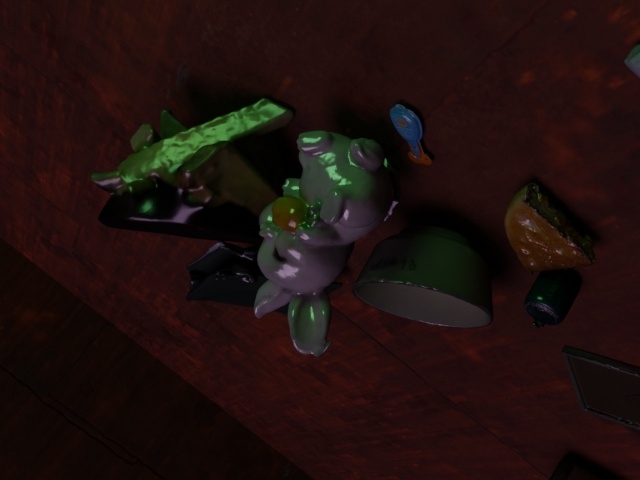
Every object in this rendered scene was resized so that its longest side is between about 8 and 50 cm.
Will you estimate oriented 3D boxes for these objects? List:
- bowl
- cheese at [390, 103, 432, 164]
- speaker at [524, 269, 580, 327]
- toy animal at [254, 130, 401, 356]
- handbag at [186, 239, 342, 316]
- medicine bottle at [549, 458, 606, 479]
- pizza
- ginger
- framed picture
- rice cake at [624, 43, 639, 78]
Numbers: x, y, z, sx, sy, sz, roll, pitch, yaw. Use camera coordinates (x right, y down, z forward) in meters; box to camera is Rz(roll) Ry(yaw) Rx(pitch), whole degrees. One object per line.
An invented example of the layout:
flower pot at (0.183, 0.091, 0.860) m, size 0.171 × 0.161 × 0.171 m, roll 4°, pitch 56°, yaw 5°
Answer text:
bowl at (0.162, 0.049, 1.268) m, size 0.212 × 0.112 × 0.211 m, roll 14°, pitch 161°, yaw 5°
cheese at (0.121, -0.140, 1.136) m, size 0.047 × 0.017 × 0.111 m, roll 21°, pitch 151°, yaw 38°
speaker at (0.328, 0.088, 1.198) m, size 0.060 × 0.075 × 0.094 m, roll 18°, pitch 150°, yaw 36°
toy animal at (-0.003, -0.006, 1.235) m, size 0.208 × 0.154 × 0.325 m, roll 34°, pitch 121°, yaw 48°
handbag at (-0.113, 0.077, 1.631) m, size 0.248 × 0.079 × 0.260 m, roll 10°, pitch 163°, yaw -22°
medicine bottle at (0.552, 0.553, 1.630) m, size 0.273 × 0.165 × 0.165 m, roll 27°, pitch 154°, yaw 17°
pizza at (0.299, -0.007, 1.110) m, size 0.131 × 0.041 × 0.178 m, roll 18°, pitch 149°, yaw 41°
ginger at (-0.179, -0.108, 1.412) m, size 0.359 × 0.211 × 0.413 m, roll 11°, pitch 174°, yaw -34°
framed picture at (0.508, 0.253, 1.330) m, size 0.250 × 0.016 × 0.184 m, roll 13°, pitch 147°, yaw 40°
rice cake at (0.402, -0.130, 0.762) m, size 0.198 × 0.037 × 0.189 m, roll 43°, pitch 154°, yaw -14°
